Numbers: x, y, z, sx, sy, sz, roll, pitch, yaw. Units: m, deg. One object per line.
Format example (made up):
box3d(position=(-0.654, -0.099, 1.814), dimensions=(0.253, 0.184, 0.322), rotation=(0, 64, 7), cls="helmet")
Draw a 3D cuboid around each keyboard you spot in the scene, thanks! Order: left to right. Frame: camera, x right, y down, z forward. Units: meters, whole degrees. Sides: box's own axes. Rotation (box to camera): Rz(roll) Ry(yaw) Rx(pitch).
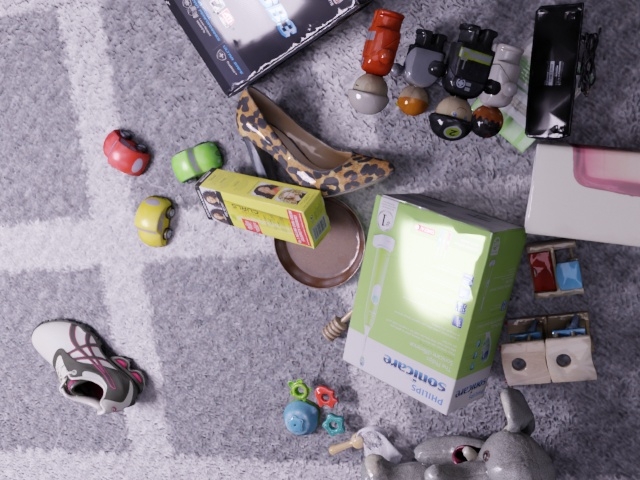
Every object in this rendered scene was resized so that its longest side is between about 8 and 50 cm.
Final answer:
box3d(position=(0.355, -0.242, 0.989), dimensions=(0.100, 0.038, 0.192), rotation=(15, 109, 43), cls="keyboard")

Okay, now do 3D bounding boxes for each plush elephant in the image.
box3d(position=(0.242, 0.378, 1.016), dimensions=(0.330, 0.272, 0.255), rotation=(-7, 135, -5), cls="plush elephant")

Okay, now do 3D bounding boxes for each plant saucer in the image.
box3d(position=(0.000, 0.000, 1.181), dimensions=(0.168, 0.029, 0.168), rotation=(4, 102, 19), cls="plant saucer")

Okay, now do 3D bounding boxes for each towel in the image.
box3d(position=(0.318, -0.224, 1.031), dimensions=(0.113, 0.023, 0.152), rotation=(44, 113, 9), cls="towel")

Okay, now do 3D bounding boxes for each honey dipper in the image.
box3d(position=(0.064, 0.113, 1.181), dimensions=(0.030, 0.030, 0.161), rotation=(45, 108, 7), cls="honey dipper")

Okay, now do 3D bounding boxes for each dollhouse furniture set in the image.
box3d(position=(0.332, 0.104, 1.027), dimensions=(0.129, 0.129, 0.184), rotation=(-9, 98, 21), cls="dollhouse furniture set")

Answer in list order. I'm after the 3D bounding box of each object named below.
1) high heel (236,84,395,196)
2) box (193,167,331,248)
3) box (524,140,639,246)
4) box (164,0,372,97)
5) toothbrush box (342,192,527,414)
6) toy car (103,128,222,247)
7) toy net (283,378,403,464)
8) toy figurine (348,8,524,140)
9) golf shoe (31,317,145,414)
box3d(position=(-0.016, -0.167, 1.099), dimensions=(0.261, 0.093, 0.186), rotation=(0, 119, 27), cls="high heel")
box3d(position=(-0.099, -0.057, 1.144), dimensions=(0.232, 0.058, 0.087), rotation=(15, 140, 30), cls="box")
box3d(position=(0.415, -0.066, 0.955), dimensions=(0.232, 0.148, 0.127), rotation=(8, 102, 18), cls="box")
box3d(position=(-0.112, -0.419, 1.057), dimensions=(0.293, 0.073, 0.295), rotation=(-23, 104, 36), cls="box")
box3d(position=(0.170, 0.087, 1.054), dimensions=(0.206, 0.122, 0.283), rotation=(21, 106, 38), cls="toothbrush box")
box3d(position=(-0.284, -0.120, 1.246), dimensions=(0.225, 0.053, 0.239), rotation=(-21, 93, 22), cls="toy car")
box3d(position=(0.043, 0.328, 1.222), dimensions=(0.232, 0.045, 0.122), rotation=(18, 104, 14), cls="toy net")
box3d(position=(0.168, -0.226, 0.974), dimensions=(0.213, 0.209, 0.148), rotation=(21, 104, 29), cls="toy figurine")
box3d(position=(-0.482, 0.246, 1.354), dimensions=(0.273, 0.120, 0.105), rotation=(27, 110, 15), cls="golf shoe")
